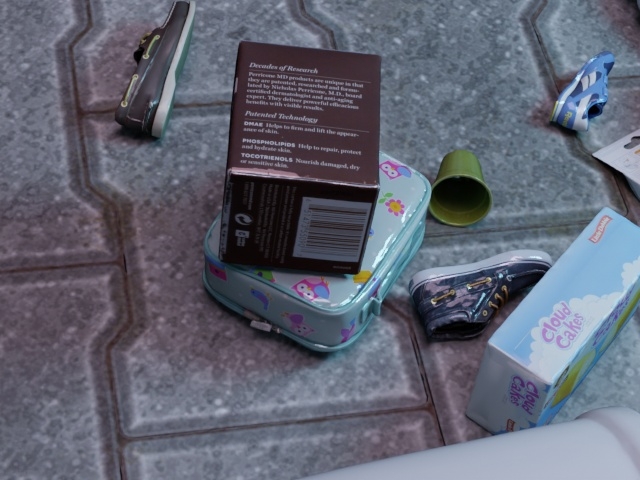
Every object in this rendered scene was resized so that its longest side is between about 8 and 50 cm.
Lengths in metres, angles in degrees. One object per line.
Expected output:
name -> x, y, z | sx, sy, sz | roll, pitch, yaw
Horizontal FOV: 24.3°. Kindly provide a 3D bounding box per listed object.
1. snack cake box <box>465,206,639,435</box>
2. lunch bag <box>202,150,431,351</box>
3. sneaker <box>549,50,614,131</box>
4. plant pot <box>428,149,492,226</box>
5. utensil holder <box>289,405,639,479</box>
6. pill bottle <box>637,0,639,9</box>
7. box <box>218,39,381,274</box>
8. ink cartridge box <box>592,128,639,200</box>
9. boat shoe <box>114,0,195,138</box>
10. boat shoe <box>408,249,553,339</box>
snack cake box -> 0.285, 0.102, 1.732 | 0.089, 0.152, 0.264 | 34, 56, 17
lunch bag -> 0.000, 0.000, 1.803 | 0.224, 0.108, 0.279 | 28, 54, 12
sneaker -> 0.372, -0.202, 2.049 | 0.059, 0.053, 0.144 | 31, 63, 17
plant pot -> 0.179, -0.075, 1.911 | 0.083, 0.083, 0.079 | 8, 40, -1
utensil holder -> 0.137, 0.349, 1.413 | 0.385, 0.327, 0.327 | -8, 54, -11
pill bottle -> 0.522, -0.346, 2.146 | 0.108, 0.108, 0.180 | -20, 57, -22
box -> -0.024, -0.093, 1.693 | 0.167, 0.168, 0.203 | 5, 52, -4
ink cartridge box -> 0.475, -0.088, 1.992 | 0.145, 0.045, 0.179 | -27, 42, -25
boat shoe -> -0.216, -0.238, 1.976 | 0.069, 0.081, 0.228 | 13, 54, -3
boat shoe -> 0.204, 0.070, 1.808 | 0.183, 0.065, 0.083 | -11, 57, -9
